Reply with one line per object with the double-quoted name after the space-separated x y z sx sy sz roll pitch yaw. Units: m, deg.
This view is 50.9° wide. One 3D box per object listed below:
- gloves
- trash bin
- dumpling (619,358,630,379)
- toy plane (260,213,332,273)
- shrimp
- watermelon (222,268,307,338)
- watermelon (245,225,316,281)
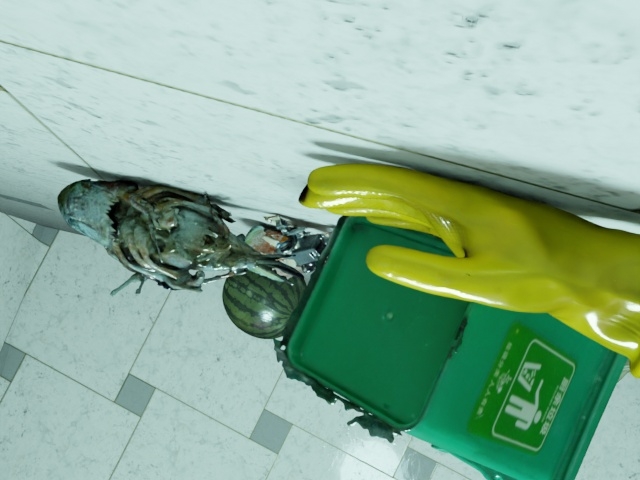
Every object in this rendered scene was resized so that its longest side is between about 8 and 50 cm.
0.120 0.003 0.523 0.294 0.116 0.133 18 168 19 "gloves"
0.149 0.119 0.784 0.295 0.259 0.381 22 173 42 "trash bin"
0.425 0.218 1.160 0.394 0.233 0.315 1 177 -27 "dumpling"
-0.005 0.009 0.936 0.188 0.062 0.135 1 140 52 "toy plane"
-0.211 0.013 0.929 0.371 0.172 0.137 19 170 22 "shrimp"
-0.135 0.134 1.635 0.212 0.212 0.212 13 173 2 "watermelon"
-0.056 0.018 1.127 0.139 0.071 0.187 4 162 19 "watermelon"
